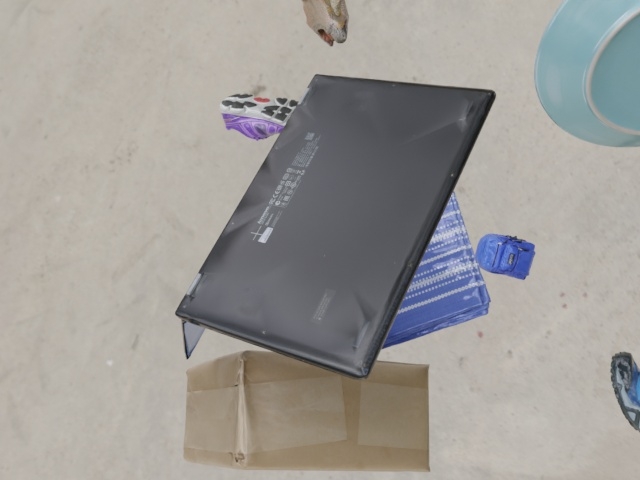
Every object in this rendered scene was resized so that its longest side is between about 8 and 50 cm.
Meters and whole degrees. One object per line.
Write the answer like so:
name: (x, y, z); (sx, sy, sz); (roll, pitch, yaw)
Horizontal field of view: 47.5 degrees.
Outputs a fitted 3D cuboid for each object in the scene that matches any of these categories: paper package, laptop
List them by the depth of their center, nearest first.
laptop: (0.000, 0.000, 0.971); (0.408, 0.236, 0.381); (13, 64, 33)
paper package: (-0.030, 0.280, 1.173); (0.309, 0.325, 0.168); (-27, 58, 61)

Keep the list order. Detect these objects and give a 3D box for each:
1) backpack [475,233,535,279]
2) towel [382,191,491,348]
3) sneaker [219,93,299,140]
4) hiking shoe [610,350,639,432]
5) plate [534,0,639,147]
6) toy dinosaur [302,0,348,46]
backpack: (0.422, 0.032, 1.668); (0.101, 0.120, 0.097); (-159, 83, -82)
towel: (0.155, 0.017, 1.324); (0.243, 0.040, 0.335); (-23, 58, 20)
sneaker: (-0.084, -0.195, 1.196); (0.170, 0.071, 0.068); (15, 44, 21)
hiking shoe: (0.669, 0.334, 1.393); (0.132, 0.113, 0.304); (-31, 92, 29)
plate: (0.240, -0.123, 0.484); (0.188, 0.188, 0.024); (-22, 47, 24)
toy dinosaur: (0.015, -0.288, 0.485); (0.200, 0.127, 0.295); (-132, 58, -64)
